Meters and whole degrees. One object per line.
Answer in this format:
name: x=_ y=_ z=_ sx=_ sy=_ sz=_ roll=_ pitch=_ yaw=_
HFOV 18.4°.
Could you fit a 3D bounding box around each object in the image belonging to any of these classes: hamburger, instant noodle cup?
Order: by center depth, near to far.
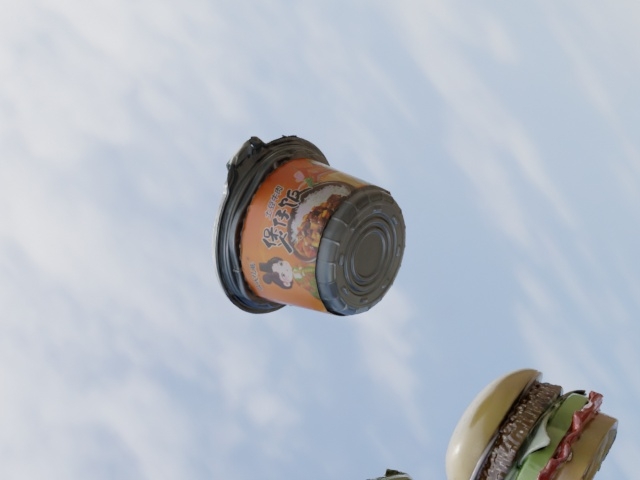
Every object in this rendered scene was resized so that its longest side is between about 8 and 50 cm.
hamburger: x=0.194 y=0.202 z=1.880 sx=0.137 sy=0.175 sz=0.175 roll=28 pitch=-170 yaw=16
instant noodle cup: x=0.000 y=0.000 z=1.885 sx=0.125 sy=0.178 sz=0.208 roll=18 pitch=165 yaw=37

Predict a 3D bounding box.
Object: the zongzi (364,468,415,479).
zongzi: x=0.007 y=0.237 z=1.374 sx=0.130 sy=0.154 sz=0.062 roll=-12 pitch=-143 yaw=-39
